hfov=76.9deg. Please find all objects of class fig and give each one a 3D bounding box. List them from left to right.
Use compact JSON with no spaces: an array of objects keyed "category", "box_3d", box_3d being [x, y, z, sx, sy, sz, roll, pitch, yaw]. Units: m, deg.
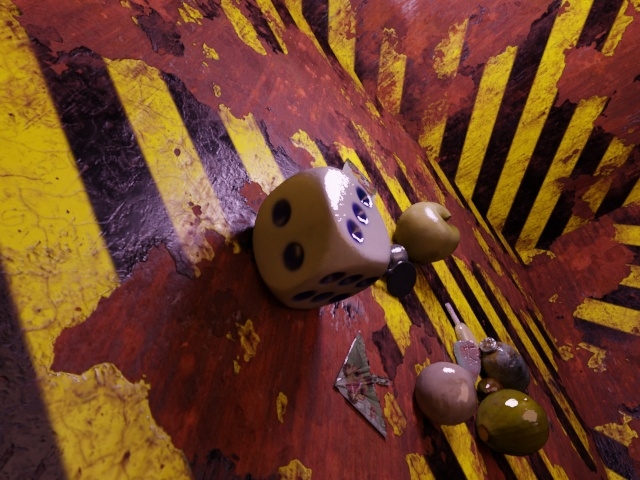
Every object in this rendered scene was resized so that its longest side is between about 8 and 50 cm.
[{"category":"fig","box_3d":[0.706,0.630,1.680,0.109,0.103,0.155,25,5,34]},{"category":"fig","box_3d":[0.708,0.690,1.514,0.271,0.239,0.239,-10,67,-33]}]

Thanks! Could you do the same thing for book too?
[{"category":"book","box_3d":[0.170,-0.235,1.846,0.228,0.018,0.322,44,33,-18]}]

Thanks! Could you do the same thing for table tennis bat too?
[{"category":"table tennis bat","box_3d":[0.293,0.141,1.580,0.237,0.027,0.150,23,88,-32]}]

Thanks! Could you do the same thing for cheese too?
[{"category":"cheese","box_3d":[0.649,0.406,1.862,0.127,0.050,0.255,-2,63,-54]}]

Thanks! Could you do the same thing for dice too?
[{"category":"dice","box_3d":[0.000,0.000,1.129,0.277,0.304,0.303,12,52,-49]}]

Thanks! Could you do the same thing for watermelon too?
[{"category":"watermelon","box_3d":[0.631,0.517,1.710,0.081,0.094,0.179,25,58,-44]}]

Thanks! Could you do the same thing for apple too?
[{"category":"apple","box_3d":[0.488,-0.033,1.860,0.292,0.254,0.291,34,35,-28]}]

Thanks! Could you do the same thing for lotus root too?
[{"category":"lotus root","box_3d":[0.858,0.592,1.850,0.349,0.175,0.174,44,33,-21]}]

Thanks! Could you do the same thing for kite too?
[{"category":"kite","box_3d":[0.128,0.421,1.191,0.268,0.013,0.322,14,52,-45]}]

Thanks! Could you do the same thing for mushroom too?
[{"category":"mushroom","box_3d":[0.416,0.509,1.357,0.209,0.207,0.206,97,-31,-74]}]

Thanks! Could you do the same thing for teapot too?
[{"category":"teapot","box_3d":[0.276,0.059,1.634,0.108,0.111,0.148,-10,74,-42]}]
